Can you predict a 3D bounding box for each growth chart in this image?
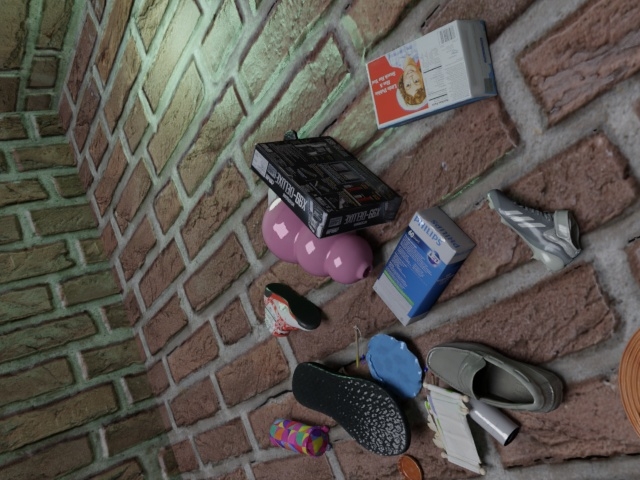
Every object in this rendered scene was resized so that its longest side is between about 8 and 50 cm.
[{"bbox_3d":[0.306,0.438,1.347,0.172,0.021,0.237,11,123,58],"label":"growth chart"}]

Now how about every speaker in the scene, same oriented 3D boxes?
[{"bbox_3d":[0.370,0.389,1.276,0.136,0.055,0.055,37,128,39],"label":"speaker"}]

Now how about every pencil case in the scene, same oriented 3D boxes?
[{"bbox_3d":[-0.069,0.643,1.887,0.236,0.104,0.104,-11,92,51],"label":"pencil case"}]

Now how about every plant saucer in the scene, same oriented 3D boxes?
[{"bbox_3d":[0.242,0.615,1.545,0.083,0.013,0.083,21,118,47],"label":"plant saucer"}]

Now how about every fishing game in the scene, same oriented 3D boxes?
[{"bbox_3d":[0.195,0.325,1.496,0.264,0.041,0.189,14,119,43],"label":"fishing game"}]

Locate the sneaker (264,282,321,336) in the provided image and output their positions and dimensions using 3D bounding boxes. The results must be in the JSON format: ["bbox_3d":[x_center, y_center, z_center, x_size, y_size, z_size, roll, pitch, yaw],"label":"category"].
[{"bbox_3d":[-0.089,0.249,1.793,0.270,0.090,0.145,32,126,47],"label":"sneaker"}]

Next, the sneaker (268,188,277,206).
[{"bbox_3d":[-0.109,-0.144,1.666,0.091,0.094,0.258,49,145,19],"label":"sneaker"}]

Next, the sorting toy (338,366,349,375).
[{"bbox_3d":[0.064,0.416,1.697,0.083,0.045,0.075,41,111,37],"label":"sorting toy"}]

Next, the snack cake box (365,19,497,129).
[{"bbox_3d":[0.224,-0.339,1.208,0.264,0.089,0.152,-6,98,53],"label":"snack cake box"}]

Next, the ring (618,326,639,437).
[{"bbox_3d":[0.645,0.255,0.904,0.336,0.032,0.336,21,117,48],"label":"ring"}]

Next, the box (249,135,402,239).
[{"bbox_3d":[0.010,-0.143,1.417,0.307,0.242,0.076,45,133,33],"label":"box"}]

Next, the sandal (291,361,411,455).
[{"bbox_3d":[0.095,0.440,1.595,0.446,0.107,0.167,17,96,48],"label":"sandal"}]

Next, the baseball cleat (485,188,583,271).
[{"bbox_3d":[0.411,-0.042,1.094,0.109,0.072,0.206,-49,64,29],"label":"baseball cleat"}]

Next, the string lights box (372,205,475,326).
[{"bbox_3d":[0.231,0.063,1.333,0.133,0.077,0.260,51,136,28],"label":"string lights box"}]

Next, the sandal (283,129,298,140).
[{"bbox_3d":[-0.071,-0.240,1.663,0.067,0.040,0.179,39,144,42],"label":"sandal"}]

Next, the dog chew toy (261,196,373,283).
[{"bbox_3d":[0.000,0.000,1.519,0.332,0.206,0.206,34,126,32],"label":"dog chew toy"}]

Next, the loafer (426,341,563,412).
[{"bbox_3d":[0.344,0.284,1.220,0.319,0.111,0.112,4,91,50],"label":"loafer"}]
